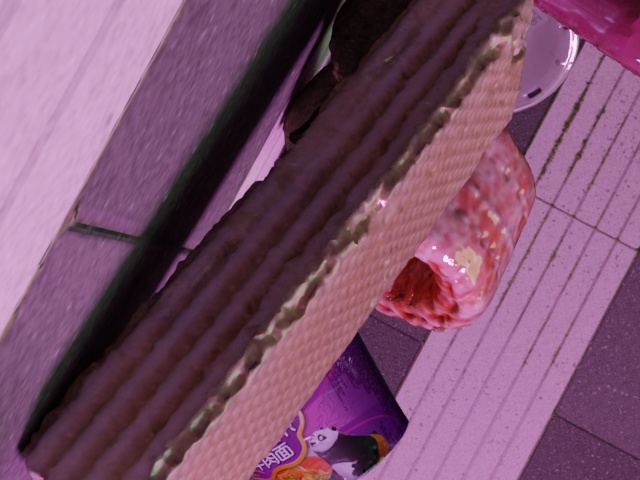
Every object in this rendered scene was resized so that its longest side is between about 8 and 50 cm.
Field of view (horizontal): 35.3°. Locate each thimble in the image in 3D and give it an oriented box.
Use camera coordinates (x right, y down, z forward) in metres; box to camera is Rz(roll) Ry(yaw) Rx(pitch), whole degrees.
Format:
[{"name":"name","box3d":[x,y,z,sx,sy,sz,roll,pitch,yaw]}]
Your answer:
[{"name":"thimble","box3d":[0.079,-0.041,0.957,0.162,0.239,0.239,-58,177,-22]}]

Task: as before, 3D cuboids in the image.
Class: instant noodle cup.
[{"name":"instant noodle cup","box3d":[-0.019,0.206,1.260,0.251,0.190,0.251,-35,-176,3]}]

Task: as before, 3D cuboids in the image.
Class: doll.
[{"name":"doll","box3d":[0.043,-0.161,0.726,0.202,0.091,0.285,-94,-161,-71]}]

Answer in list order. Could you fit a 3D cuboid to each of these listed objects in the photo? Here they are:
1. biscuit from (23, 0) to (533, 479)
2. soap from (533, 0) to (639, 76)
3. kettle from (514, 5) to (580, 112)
[{"name":"biscuit","box3d":[0.000,0.000,0.604,0.426,0.078,0.144,-52,160,-26]},{"name":"soap","box3d":[0.233,-0.224,0.816,0.127,0.325,0.220,-56,169,19]},{"name":"kettle","box3d":[0.200,-0.289,1.124,0.265,0.205,0.318,101,11,-47]}]
